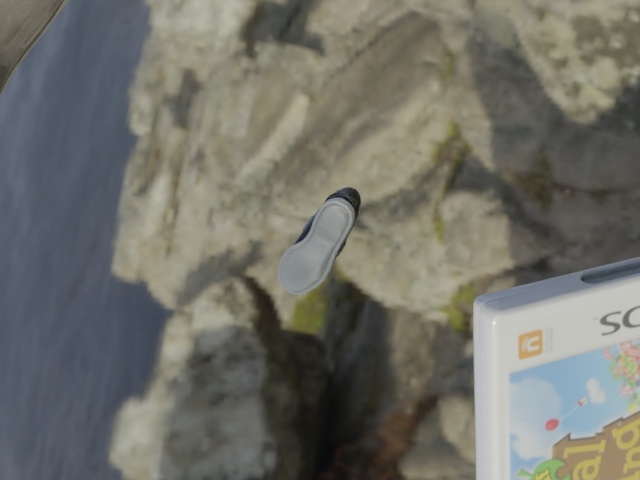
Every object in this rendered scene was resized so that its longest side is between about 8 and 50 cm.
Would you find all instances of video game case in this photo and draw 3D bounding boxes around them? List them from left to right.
[{"bbox_3d":[0.164,0.102,0.754,0.023,0.193,0.212,-132,34,-58],"label":"video game case"}]

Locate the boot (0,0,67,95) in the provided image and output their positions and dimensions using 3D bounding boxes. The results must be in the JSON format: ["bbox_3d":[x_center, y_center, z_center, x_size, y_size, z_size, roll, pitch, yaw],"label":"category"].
[{"bbox_3d":[-0.150,0.005,0.559,0.338,0.118,0.222,-48,48,30],"label":"boot"}]

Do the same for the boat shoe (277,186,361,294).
[{"bbox_3d":[0.000,0.000,1.479,0.125,0.046,0.038,-61,-5,37],"label":"boat shoe"}]
